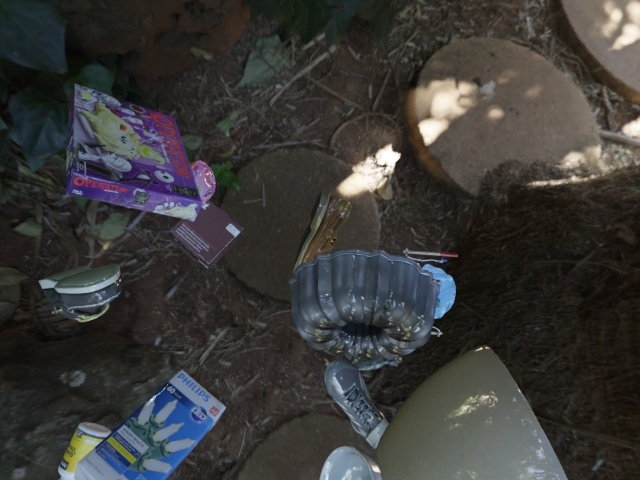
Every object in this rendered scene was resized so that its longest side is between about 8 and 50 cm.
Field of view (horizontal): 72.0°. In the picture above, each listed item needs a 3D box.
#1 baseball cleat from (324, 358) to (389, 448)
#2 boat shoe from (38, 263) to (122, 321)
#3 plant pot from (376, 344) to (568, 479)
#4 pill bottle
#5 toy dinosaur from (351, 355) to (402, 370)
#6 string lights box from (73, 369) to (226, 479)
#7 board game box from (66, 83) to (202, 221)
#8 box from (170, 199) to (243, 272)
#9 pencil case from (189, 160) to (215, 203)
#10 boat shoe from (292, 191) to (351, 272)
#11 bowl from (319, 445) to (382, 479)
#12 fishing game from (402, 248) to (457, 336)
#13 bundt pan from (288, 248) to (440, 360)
[{"bbox_3d":[0.079,0.299,0.800,0.072,0.109,0.205,-41,125,-17],"label":"baseball cleat"},{"bbox_3d":[-0.333,0.077,0.626,0.081,0.228,0.068,-24,104,-40],"label":"boat shoe"},{"bbox_3d":[0.185,0.304,0.574,0.191,0.284,0.284,-21,82,5],"label":"plant pot"},{"bbox_3d":[-0.723,0.659,1.337,0.103,0.103,0.184,21,73,-5],"label":"pill bottle"},{"bbox_3d":[0.141,0.403,1.508,0.268,0.064,0.118,-14,48,-8],"label":"toy dinosaur"},{"bbox_3d":[-0.327,0.396,0.876,0.133,0.076,0.260,37,36,8],"label":"string lights box"},{"bbox_3d":[-0.359,-0.175,0.834,0.208,0.056,0.346,17,29,-39],"label":"board game box"},{"bbox_3d":[-0.391,-0.015,1.512,0.168,0.203,0.167,43,71,-3],"label":"box"},{"bbox_3d":[-0.436,-0.151,1.222,0.284,0.124,0.124,-2,76,21],"label":"pencil case"},{"bbox_3d":[0.000,0.000,1.329,0.105,0.307,0.110,17,41,-10],"label":"boat shoe"},{"bbox_3d":[0.129,0.812,1.389,0.134,0.298,0.297,18,74,-32],"label":"bowl"},{"bbox_3d":[0.254,0.144,1.127,0.189,0.041,0.264,5,119,-1],"label":"fishing game"},{"bbox_3d":[0.088,0.160,0.939,0.331,0.330,0.124,13,54,-8],"label":"bundt pan"}]
